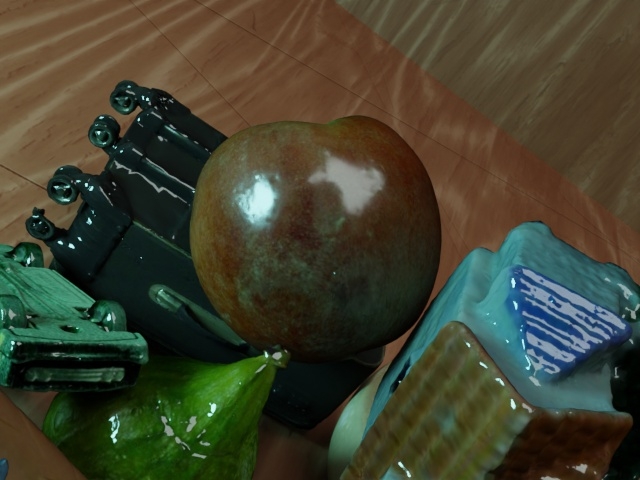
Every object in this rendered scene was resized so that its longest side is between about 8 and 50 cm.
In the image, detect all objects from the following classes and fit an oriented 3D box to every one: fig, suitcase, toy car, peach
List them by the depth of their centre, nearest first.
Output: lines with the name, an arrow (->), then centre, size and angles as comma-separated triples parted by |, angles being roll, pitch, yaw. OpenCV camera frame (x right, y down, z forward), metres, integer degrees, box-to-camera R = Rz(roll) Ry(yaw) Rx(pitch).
fig -> -0.131, 0.166, 0.877 | 0.203, 0.235, 0.203 | 31, 31, -21
toy car -> -0.291, 0.066, 0.897 | 0.141, 0.097, 0.320 | 8, 12, -43
peach -> 0.000, 0.000, 0.932 | 0.252, 0.252, 0.252 | 28, 31, -18
suitcase -> -0.111, 0.025, 1.135 | 0.433, 0.194, 0.283 | 31, 33, -13

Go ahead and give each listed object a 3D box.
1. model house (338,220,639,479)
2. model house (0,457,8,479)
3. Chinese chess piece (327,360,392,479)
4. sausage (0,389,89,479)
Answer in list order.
model house -> 0.145, 0.185, 0.760 | 0.251, 0.295, 0.329 | 34, 25, 9
model house -> -0.383, 0.196, 0.557 | 0.303, 0.237, 0.215 | 29, 29, -13
Chinese chess piece -> 0.172, 0.277, 1.085 | 0.338, 0.141, 0.338 | 12, 35, -9
sausage -> -0.256, 0.198, 0.746 | 0.304, 0.121, 0.121 | 50, 27, -11
